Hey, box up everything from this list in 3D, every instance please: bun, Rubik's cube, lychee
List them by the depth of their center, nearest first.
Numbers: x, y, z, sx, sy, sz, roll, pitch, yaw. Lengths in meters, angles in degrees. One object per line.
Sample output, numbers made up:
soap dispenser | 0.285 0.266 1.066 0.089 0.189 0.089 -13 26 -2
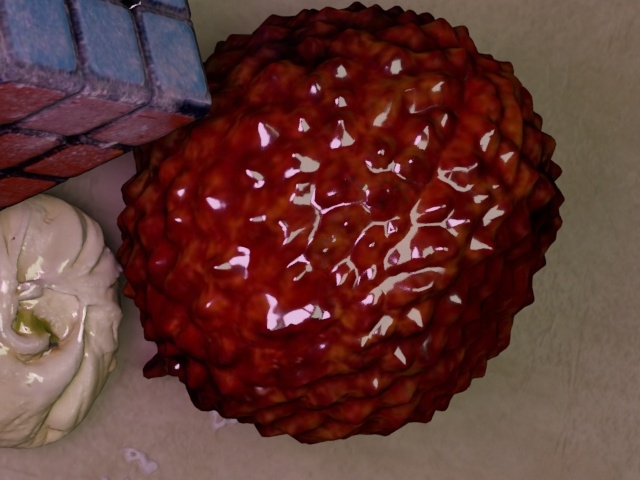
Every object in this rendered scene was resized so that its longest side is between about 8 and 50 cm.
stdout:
Rubik's cube | -0.343 -0.216 1.335 0.344 0.344 0.337 6 67 -60
lychee | 0.000 0.000 1.571 0.425 0.424 0.500 33 125 -21
bun | -0.302 0.076 1.579 0.259 0.160 0.259 -2 96 -19
